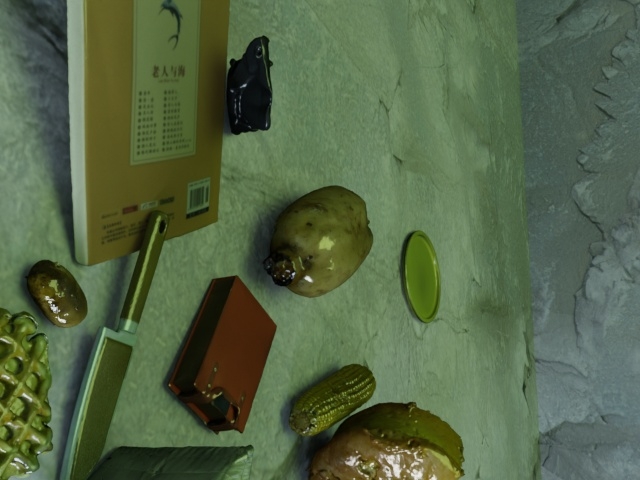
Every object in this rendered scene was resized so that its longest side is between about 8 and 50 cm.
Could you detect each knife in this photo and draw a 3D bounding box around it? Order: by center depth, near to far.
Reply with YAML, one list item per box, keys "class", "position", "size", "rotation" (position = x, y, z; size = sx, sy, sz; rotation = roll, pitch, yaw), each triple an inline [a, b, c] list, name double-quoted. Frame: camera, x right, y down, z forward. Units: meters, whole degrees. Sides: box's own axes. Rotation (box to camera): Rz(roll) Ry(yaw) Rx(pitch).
- class: "knife"
  position: [-0.239, 0.118, 0.768]
  size: [0.061, 0.027, 0.343]
  rotation: [44, 53, -58]

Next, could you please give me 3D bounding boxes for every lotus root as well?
- class: "lotus root"
  position: [0.000, 0.000, 1.123]
  size: [0.160, 0.146, 0.284]
  rotation: [59, 35, -4]

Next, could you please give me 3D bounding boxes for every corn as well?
- class: "corn"
  position: [0.025, 0.275, 1.161]
  size: [0.231, 0.080, 0.080]
  rotation: [-13, 95, -61]

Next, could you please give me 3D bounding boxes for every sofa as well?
- class: "sofa"
  position: [-0.151, 0.354, 0.713]
  size: [0.225, 0.210, 0.176]
  rotation: [66, 32, -21]

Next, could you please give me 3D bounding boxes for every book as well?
- class: "book"
  position: [-0.197, -0.182, 0.815]
  size: [0.269, 0.032, 0.389]
  rotation: [-24, 124, -60]

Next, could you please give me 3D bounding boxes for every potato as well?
- class: "potato"
  position: [-0.281, 0.057, 0.717]
  size: [0.083, 0.040, 0.051]
  rotation: [62, 40, -29]

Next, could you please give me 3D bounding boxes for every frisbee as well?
- class: "frisbee"
  position: [0.254, 0.091, 1.675]
  size: [0.236, 0.017, 0.236]
  rotation: [24, 63, -57]

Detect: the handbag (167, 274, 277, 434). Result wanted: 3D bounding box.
- class: "handbag"
  position: [-0.132, 0.161, 0.939]
  size: [0.127, 0.063, 0.190]
  rotation: [58, 34, -37]

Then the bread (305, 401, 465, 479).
- class: "bread"
  position: [0.096, 0.351, 1.111]
  size: [0.147, 0.261, 0.160]
  rotation: [62, 27, -7]

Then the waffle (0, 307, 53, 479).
- class: "waffle"
  position: [-0.325, 0.151, 0.622]
  size: [0.169, 0.036, 0.183]
  rotation: [2, 80, -58]

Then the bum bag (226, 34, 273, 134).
- class: "bum bag"
  position: [-0.104, -0.213, 0.948]
  size: [0.248, 0.060, 0.123]
  rotation: [-153, -115, -78]
